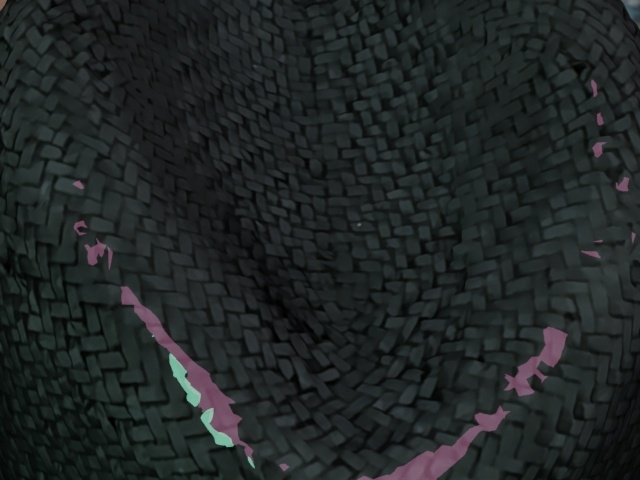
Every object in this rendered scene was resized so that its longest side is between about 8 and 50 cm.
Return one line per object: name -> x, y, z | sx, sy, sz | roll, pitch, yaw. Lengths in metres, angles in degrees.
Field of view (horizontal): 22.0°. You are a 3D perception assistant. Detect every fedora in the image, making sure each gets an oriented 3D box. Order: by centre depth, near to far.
fedora -> 0.000, 0.000, 0.415 | 0.334, 0.152, 0.334 | 3, 51, -3
